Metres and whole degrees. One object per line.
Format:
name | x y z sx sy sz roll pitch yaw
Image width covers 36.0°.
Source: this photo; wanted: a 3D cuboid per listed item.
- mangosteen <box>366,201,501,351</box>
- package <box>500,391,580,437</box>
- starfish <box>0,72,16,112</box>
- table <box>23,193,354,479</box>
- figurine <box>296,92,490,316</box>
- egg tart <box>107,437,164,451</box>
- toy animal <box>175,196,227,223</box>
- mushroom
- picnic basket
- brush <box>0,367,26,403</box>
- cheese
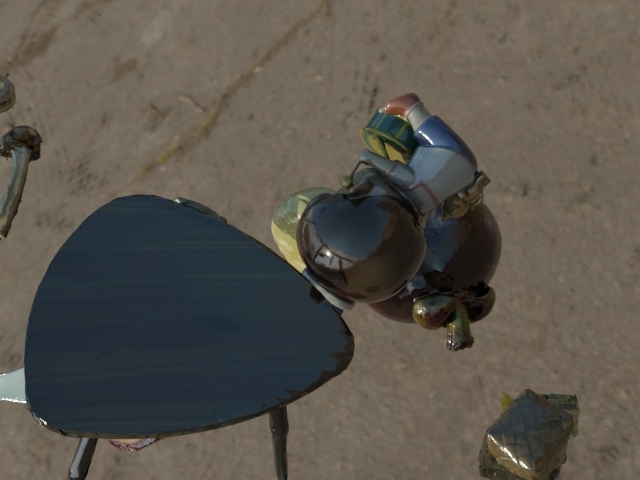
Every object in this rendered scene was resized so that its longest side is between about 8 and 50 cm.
mangosteen | 0.198 0.033 1.865 0.297 0.297 0.293 -32 28 23
package | 0.377 0.300 1.695 0.131 0.071 0.047 2 37 5
starfish | -0.624 -0.285 1.300 0.324 0.432 0.082 35 96 31
table | -0.163 0.143 1.036 0.317 0.318 0.249 -99 18 -46
figurine | 0.060 -0.026 1.121 0.158 0.161 0.275 22 69 48
egg tart | -0.249 0.209 1.510 0.215 0.171 0.215 -3 84 37
toy animal | -0.270 0.026 1.933 0.138 0.108 0.236 8 51 3
mushroom | -0.464 -0.085 1.466 0.060 0.061 0.187 2 74 44
picnic basket | 0.305 0.332 1.502 0.128 0.178 0.138 36 55 23
brush | -0.345 0.155 1.026 0.297 0.060 0.068 -9 84 22
cheese | 0.000 0.000 2.059 0.117 0.226 0.214 -38 -2 -35
